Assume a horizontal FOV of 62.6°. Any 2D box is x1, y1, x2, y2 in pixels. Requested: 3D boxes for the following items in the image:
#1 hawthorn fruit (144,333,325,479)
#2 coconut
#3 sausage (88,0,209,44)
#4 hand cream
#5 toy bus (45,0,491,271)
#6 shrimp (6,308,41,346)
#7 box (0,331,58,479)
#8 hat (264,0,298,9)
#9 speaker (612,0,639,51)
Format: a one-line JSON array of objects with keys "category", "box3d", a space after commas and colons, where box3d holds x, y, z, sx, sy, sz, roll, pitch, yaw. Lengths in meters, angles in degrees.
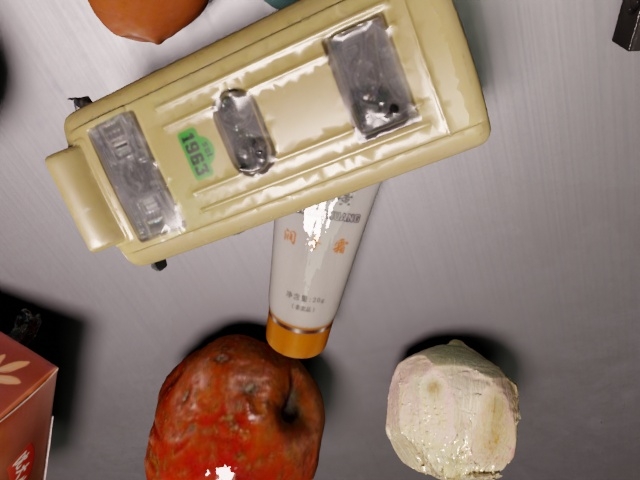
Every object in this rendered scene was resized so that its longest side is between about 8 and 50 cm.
[{"category": "hawthorn fruit", "box3d": [-0.122, 0.271, 0.745, 0.258, 0.261, 0.258, 30, 152, 18]}, {"category": "coconut", "box3d": [0.187, 0.234, 0.746, 0.195, 0.194, 0.194, 1, 125, 2]}, {"category": "sausage", "box3d": [-0.140, -0.287, 0.414, 0.133, 0.133, 0.258, 16, 133, -8]}, {"category": "hand cream", "box3d": [0.000, 0.000, 0.650, 0.140, 0.089, 0.313, 9, 116, 2]}, {"category": "toy bus", "box3d": [-0.045, -0.104, 0.476, 0.366, 0.202, 0.176, -19, 102, 18]}, {"category": "shrimp", "box3d": [-0.493, 0.161, 0.785, 0.174, 0.076, 0.082, -27, 137, 22]}, {"category": "box", "box3d": [-0.581, 0.225, 0.743, 0.386, 0.122, 0.344, 29, 124, 5]}, {"category": "hat", "box3d": [-0.008, -0.289, 0.433, 0.138, 0.077, 0.191, -15, 158, -25]}, {"category": "speaker", "box3d": [0.313, -0.269, 0.463, 0.046, 0.040, 0.191, -1, 125, 3]}]
